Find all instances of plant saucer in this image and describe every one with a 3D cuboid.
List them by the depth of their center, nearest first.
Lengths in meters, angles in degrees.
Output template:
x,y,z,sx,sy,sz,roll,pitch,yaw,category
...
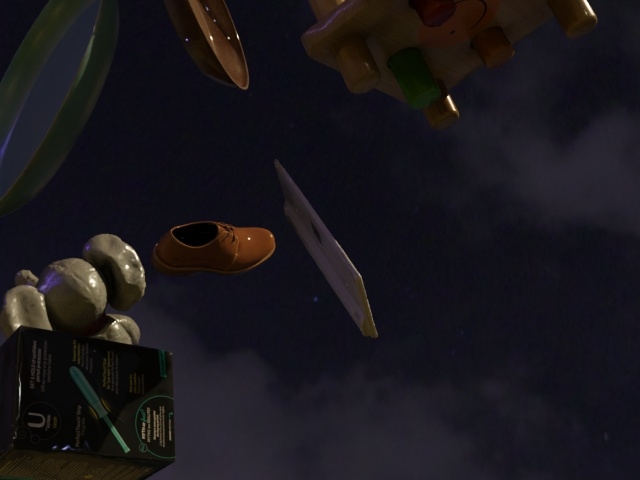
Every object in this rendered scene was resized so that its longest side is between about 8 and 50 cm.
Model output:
x,y,z,sx,sy,sz,roll,pitch,yaw,category
-0.307,-0.160,1.052,0.044,0.317,0.317,26,-60,-31,plant saucer
-0.138,-0.257,1.065,0.036,0.198,0.198,-21,-70,9,plant saucer

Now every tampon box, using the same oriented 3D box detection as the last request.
x,y,z,sx,sy,sz,roll,pitch,yaw,category
-0.237,0.167,0.920,0.161,0.120,0.101,15,-36,-32,tampon box

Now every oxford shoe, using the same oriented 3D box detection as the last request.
x,y,z,sx,sy,sz,roll,pitch,yaw,category
-0.145,0.004,1.403,0.076,0.212,0.076,56,-48,25,oxford shoe

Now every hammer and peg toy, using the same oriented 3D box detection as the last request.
x,y,z,sx,sy,sz,roll,pitch,yaw,category
0.118,-0.249,0.943,0.266,0.361,0.127,-33,-113,25,hammer and peg toy

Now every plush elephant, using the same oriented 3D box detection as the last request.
x,y,z,sx,sy,sz,roll,pitch,yaw,category
-0.404,0.138,1.504,0.330,0.272,0.255,-4,-74,41,plush elephant

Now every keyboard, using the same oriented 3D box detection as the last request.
x,y,z,sx,sy,sz,roll,pitch,yaw,category
0.000,0.000,0.921,0.014,0.256,0.072,-17,-58,-12,keyboard
